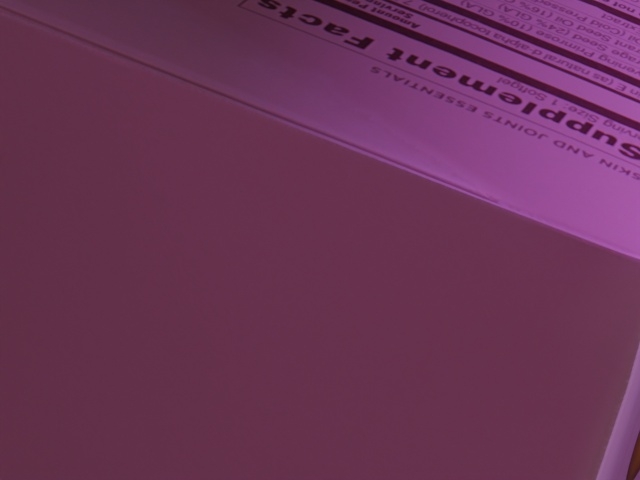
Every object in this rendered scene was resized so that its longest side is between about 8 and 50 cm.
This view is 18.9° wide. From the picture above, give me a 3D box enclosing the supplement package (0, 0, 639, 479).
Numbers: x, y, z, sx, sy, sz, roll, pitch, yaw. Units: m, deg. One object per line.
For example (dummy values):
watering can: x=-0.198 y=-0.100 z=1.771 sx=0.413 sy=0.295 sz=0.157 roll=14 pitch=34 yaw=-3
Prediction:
supplement package: x=0.000 y=0.000 z=0.483 sx=0.263 sy=0.198 sz=0.199 roll=-45 pitch=153 yaw=-56
